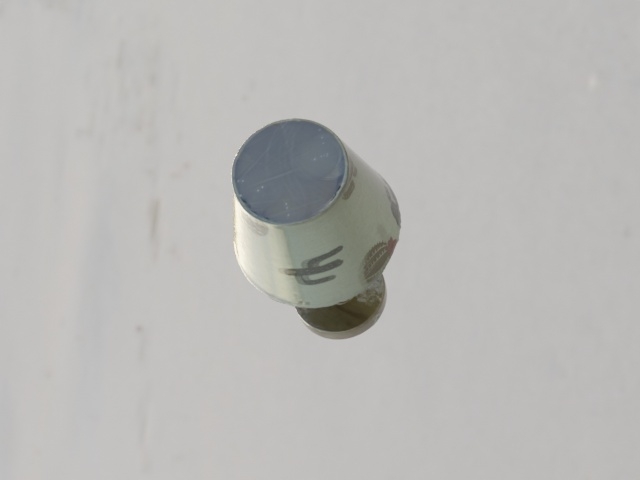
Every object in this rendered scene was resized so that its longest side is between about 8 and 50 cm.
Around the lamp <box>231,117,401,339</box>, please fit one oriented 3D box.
[{"bbox_3d":[0.000,0.000,1.345,0.215,0.121,0.121,70,-160,-61],"label":"lamp"}]
